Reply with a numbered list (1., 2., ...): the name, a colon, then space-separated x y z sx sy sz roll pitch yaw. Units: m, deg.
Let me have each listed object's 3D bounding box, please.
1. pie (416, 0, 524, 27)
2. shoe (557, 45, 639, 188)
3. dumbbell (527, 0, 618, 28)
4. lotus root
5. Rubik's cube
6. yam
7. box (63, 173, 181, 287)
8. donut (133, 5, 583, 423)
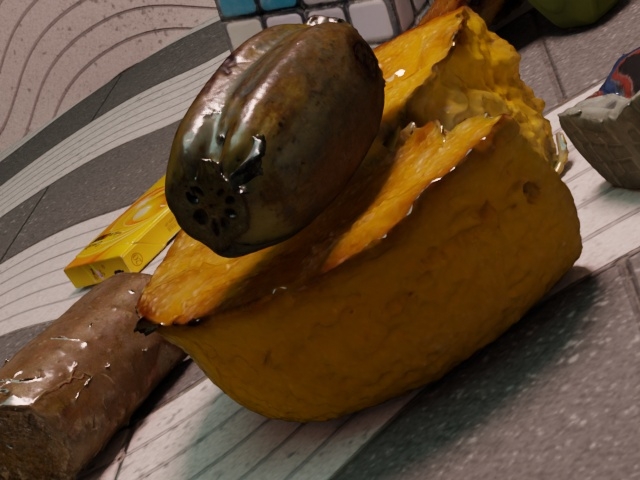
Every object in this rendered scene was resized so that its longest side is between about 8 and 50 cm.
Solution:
1. pie: 0.229 -0.343 1.756 0.308 0.085 0.308 -50 -7 -8
2. shoe: 0.286 -0.109 1.112 0.125 0.099 0.227 -43 15 -17
3. dumbbell: 0.360 -0.366 1.647 0.302 0.121 0.108 -42 46 -18
4. lotus root: -0.030 -0.081 1.068 0.124 0.123 0.241 7 38 26
5. Rubik's cube: 0.017 -0.358 1.925 0.256 0.259 0.253 -7 28 25
6. yam: -0.232 0.135 1.380 0.238 0.128 0.129 -48 -13 -50
7. box: -0.221 -0.038 1.957 0.152 0.043 0.269 -14 26 49
8. donut: 0.039 -0.008 1.211 0.377 0.163 0.435 -30 20 20
